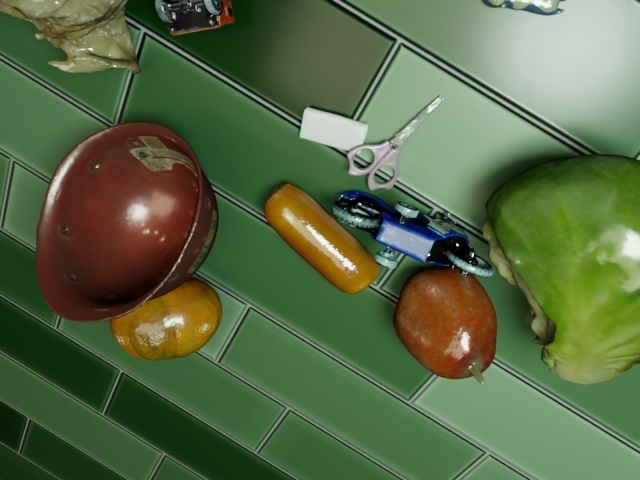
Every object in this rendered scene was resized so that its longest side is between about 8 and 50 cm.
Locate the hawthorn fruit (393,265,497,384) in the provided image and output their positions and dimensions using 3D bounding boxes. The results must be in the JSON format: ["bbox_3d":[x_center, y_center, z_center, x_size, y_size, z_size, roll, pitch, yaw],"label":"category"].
[{"bbox_3d":[0.245,0.167,0.886,0.200,0.251,0.199,-8,122,-12],"label":"hawthorn fruit"}]

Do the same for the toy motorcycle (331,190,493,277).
[{"bbox_3d":[0.166,-0.016,0.879,0.316,0.169,0.113,25,109,16],"label":"toy motorcycle"}]

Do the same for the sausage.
[{"bbox_3d":[0.000,-0.001,0.961,0.274,0.105,0.105,43,118,-6],"label":"sausage"}]

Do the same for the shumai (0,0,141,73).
[{"bbox_3d":[-0.402,-0.439,0.848,0.268,0.313,0.262,6,160,12],"label":"shumai"}]

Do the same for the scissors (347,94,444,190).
[{"bbox_3d":[0.144,-0.181,0.873,0.110,0.021,0.212,36,117,-21],"label":"scissors"}]

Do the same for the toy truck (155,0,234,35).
[{"bbox_3d":[-0.225,-0.485,0.796,0.108,0.114,0.252,-1,115,17],"label":"toy truck"}]

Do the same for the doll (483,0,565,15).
[{"bbox_3d":[0.314,-0.373,0.737,0.126,0.027,0.037,14,110,10],"label":"doll"}]

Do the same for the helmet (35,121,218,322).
[{"bbox_3d":[-0.347,-0.019,0.957,0.338,0.230,0.384,15,82,18],"label":"helmet"}]

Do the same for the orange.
[{"bbox_3d":[-0.340,0.174,1.066,0.241,0.240,0.171,-3,96,18],"label":"orange"}]

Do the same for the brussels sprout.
[{"bbox_3d":[0.435,0.042,0.753,0.315,0.276,0.370,-13,110,25],"label":"brussels sprout"}]

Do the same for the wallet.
[{"bbox_3d":[0.025,-0.207,0.900,0.122,0.025,0.061,17,116,8],"label":"wallet"}]
